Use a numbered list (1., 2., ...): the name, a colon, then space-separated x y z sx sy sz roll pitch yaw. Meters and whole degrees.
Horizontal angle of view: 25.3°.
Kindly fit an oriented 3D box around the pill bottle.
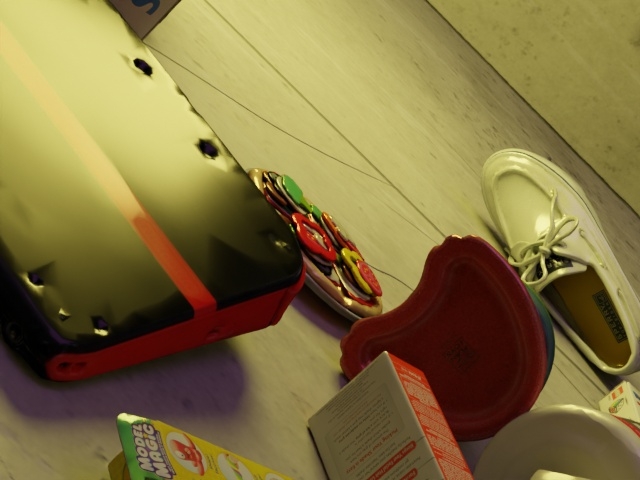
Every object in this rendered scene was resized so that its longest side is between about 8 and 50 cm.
1. pill bottle: 0.280 0.253 1.287 0.318 0.176 0.176 21 31 -53

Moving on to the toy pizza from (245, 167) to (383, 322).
1. toy pizza: 0.000 0.000 1.401 0.201 0.032 0.201 45 14 -15

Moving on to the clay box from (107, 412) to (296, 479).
1. clay box: -0.045 0.195 0.877 0.222 0.053 0.127 30 24 -39

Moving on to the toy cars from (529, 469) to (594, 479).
1. toy cars: 0.178 0.315 0.985 0.393 0.176 0.087 -104 177 -60

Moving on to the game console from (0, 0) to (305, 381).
1. game console: -0.202 -0.074 1.073 0.386 0.060 0.342 51 29 14

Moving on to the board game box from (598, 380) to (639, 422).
1. board game box: 0.432 0.312 1.704 0.193 0.053 0.305 42 19 -13

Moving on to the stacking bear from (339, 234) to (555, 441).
1. stacking bear: 0.148 0.092 1.383 0.164 0.175 0.289 47 10 6

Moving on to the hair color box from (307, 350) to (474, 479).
1. hair color box: 0.059 0.178 1.085 0.053 0.093 0.167 32 24 -38

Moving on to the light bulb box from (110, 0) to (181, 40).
1. light bulb box: -0.242 -0.431 1.480 0.361 0.225 0.358 42 18 -17

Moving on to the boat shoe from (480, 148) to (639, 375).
1. boat shoe: 0.326 0.032 1.965 0.367 0.136 0.156 60 23 10
